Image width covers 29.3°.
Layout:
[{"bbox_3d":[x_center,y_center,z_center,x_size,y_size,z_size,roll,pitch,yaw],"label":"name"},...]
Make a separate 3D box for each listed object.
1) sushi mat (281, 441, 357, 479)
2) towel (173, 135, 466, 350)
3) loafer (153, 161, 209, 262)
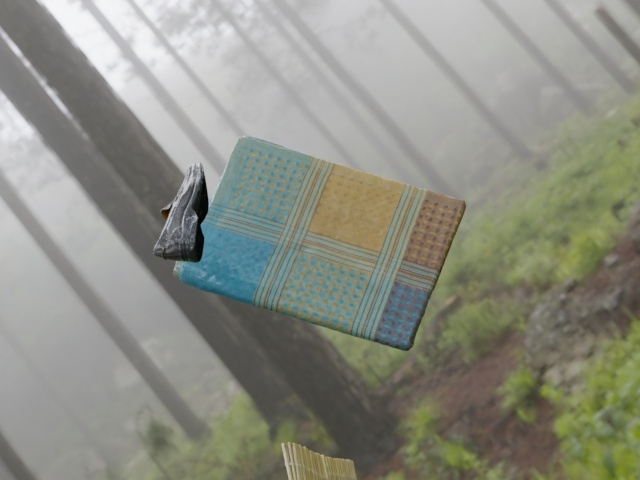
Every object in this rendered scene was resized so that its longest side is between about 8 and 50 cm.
[{"bbox_3d":[0.027,0.376,1.318,0.019,0.317,0.151,-25,-30,21],"label":"sushi mat"},{"bbox_3d":[0.000,0.000,1.798,0.040,0.370,0.271,83,-152,-58],"label":"towel"},{"bbox_3d":[-0.187,-0.042,1.649,0.170,0.061,0.062,-86,-9,-46],"label":"loafer"}]
